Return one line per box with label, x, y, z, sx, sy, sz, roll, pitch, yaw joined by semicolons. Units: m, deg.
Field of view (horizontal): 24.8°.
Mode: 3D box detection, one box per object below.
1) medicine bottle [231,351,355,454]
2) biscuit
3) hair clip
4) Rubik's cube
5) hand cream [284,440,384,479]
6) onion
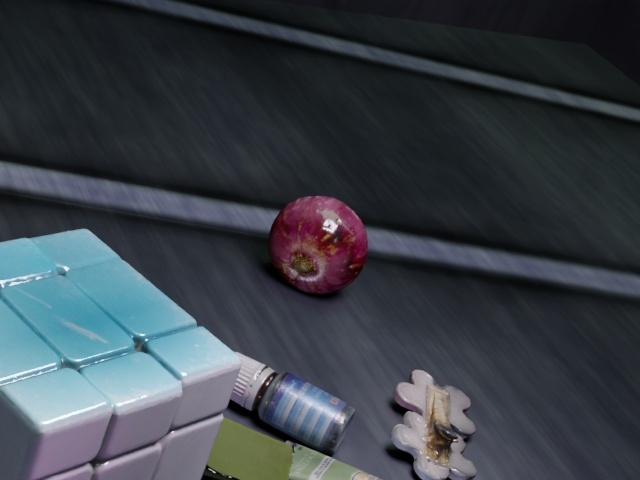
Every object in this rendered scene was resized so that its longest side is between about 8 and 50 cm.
medicine bottle;-0.054;0.237;2.141;0.203;0.083;0.083;25;27;9
biscuit;-0.187;0.266;1.983;0.322;0.038;0.099;23;45;-14
hair clip;0.177;0.284;2.250;0.146;0.075;0.257;21;20;-7
Rubik's cube;-0.338;0.210;1.716;0.322;0.318;0.316;38;32;31
hand cream;0.040;0.345;2.051;0.235;0.055;0.086;22;25;16
onion;-0.003;0.005;2.507;0.177;0.177;0.153;17;56;-10
